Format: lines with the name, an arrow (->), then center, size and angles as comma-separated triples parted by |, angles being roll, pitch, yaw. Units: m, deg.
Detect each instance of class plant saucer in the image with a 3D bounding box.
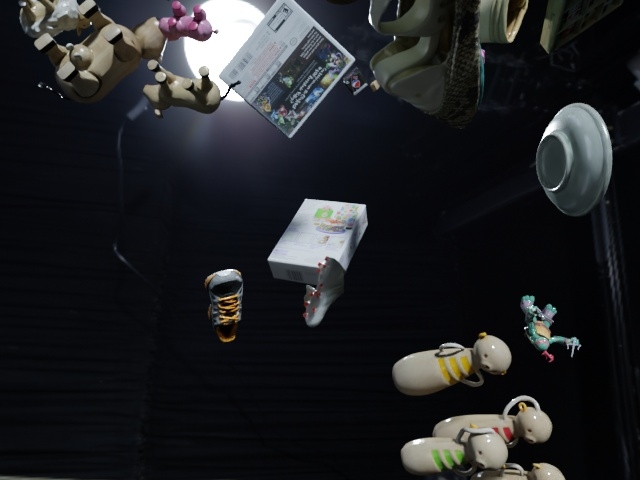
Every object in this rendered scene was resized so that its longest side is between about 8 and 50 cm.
plant saucer -> 0.871, -0.282, 1.724 | 0.400, 0.100, 0.401 | 174, -90, -87

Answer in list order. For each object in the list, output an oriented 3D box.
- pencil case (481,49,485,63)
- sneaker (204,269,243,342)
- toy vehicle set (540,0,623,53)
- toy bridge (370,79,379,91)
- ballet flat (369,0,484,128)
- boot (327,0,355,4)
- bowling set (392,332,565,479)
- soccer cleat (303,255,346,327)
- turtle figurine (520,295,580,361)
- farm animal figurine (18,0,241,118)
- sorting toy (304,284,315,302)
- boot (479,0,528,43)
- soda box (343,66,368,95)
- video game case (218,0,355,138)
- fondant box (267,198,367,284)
pencil case -> 0.517, -0.684, 1.744 | 0.098, 0.209, 0.095 | -45, -121, 28
sneaker -> -0.208, 0.145, 1.076 | 0.215, 0.084, 0.083 | 100, -27, -47
toy vehicle set -> 0.511, -0.470, 0.909 | 0.035, 0.165, 0.266 | 59, 16, 13
toy bridge -> 0.241, -0.523, 1.480 | 0.188, 0.026, 0.063 | -22, -156, 37
ballet flat -> 0.147, -0.322, 0.683 | 0.164, 0.182, 0.483 | 49, -15, 30
boot -> 0.112, -0.889, 1.599 | 0.213, 0.077, 0.165 | 0, -103, 35
bowling set -> 0.197, 0.279, 0.569 | 0.154, 0.287, 0.200 | -26, -160, 33
soccer cleat -> 0.018, 0.120, 1.096 | 0.068, 0.076, 0.196 | -38, -155, 42
turtle figurine -> 0.684, 0.268, 1.479 | 0.118, 0.175, 0.234 | -46, -173, 28
farm animal figurine -> -0.347, -0.345, 0.890 | 0.172, 0.326, 0.331 | 80, -14, -82
sorting toy -> -0.024, 0.189, 1.633 | 0.083, 0.044, 0.075 | 27, -39, 52
boot -> 0.357, -0.559, 1.060 | 0.203, 0.095, 0.262 | 18, -79, 49
soda box -> 0.112, -0.513, 1.551 | 0.060, 0.053, 0.169 | -37, -163, 17
video game case -> -0.061, -0.315, 0.882 | 0.190, 0.173, 0.022 | -49, -168, 6
fondant box -> 0.000, 0.000, 1.649 | 0.096, 0.238, 0.330 | 76, 31, -41
